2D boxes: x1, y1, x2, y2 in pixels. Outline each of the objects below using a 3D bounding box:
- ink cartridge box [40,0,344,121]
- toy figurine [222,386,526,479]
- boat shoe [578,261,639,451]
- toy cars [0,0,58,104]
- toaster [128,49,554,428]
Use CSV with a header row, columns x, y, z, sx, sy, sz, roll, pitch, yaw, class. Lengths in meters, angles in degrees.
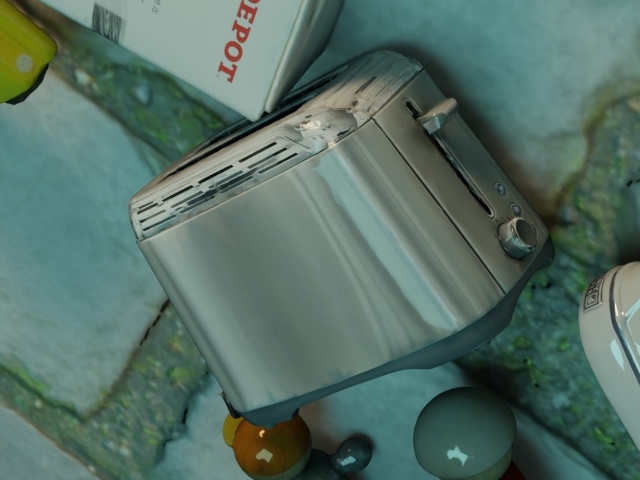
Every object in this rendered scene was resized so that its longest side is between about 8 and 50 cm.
x,y,z,sx,sy,sz,roll,pitch,yaw,class
-0.081,-0.186,0.773,0.219,0.092,0.160,30,129,7,ink cartridge box
0.016,0.188,0.885,0.210,0.213,0.148,-1,131,33,toy figurine
0.239,0.119,0.806,0.088,0.096,0.267,-26,97,41,boat shoe
-0.331,-0.132,0.898,0.394,0.087,0.176,22,158,14,toy cars
0.000,0.000,0.830,0.227,0.129,0.146,-24,103,38,toaster
